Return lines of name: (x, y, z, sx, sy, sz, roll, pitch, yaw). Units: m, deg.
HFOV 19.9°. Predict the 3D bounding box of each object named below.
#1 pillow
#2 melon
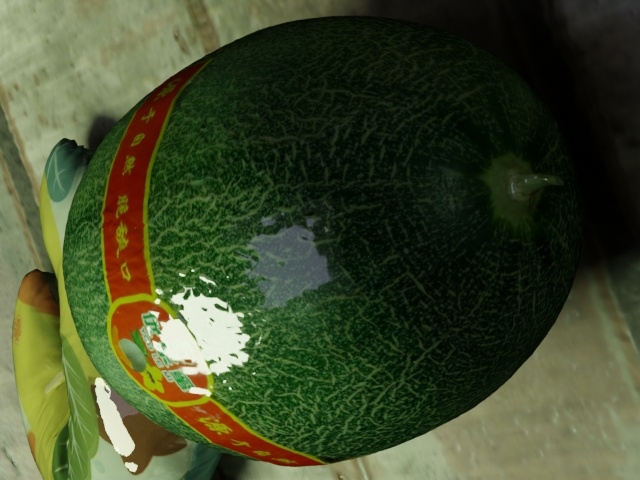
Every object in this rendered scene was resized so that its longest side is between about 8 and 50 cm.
pillow: (-0.123, 0.073, 1.064, 0.214, 0.086, 0.233, 62, 150, 29)
melon: (0.000, 0.000, 0.754, 0.288, 0.182, 0.182, -22, 90, 54)
